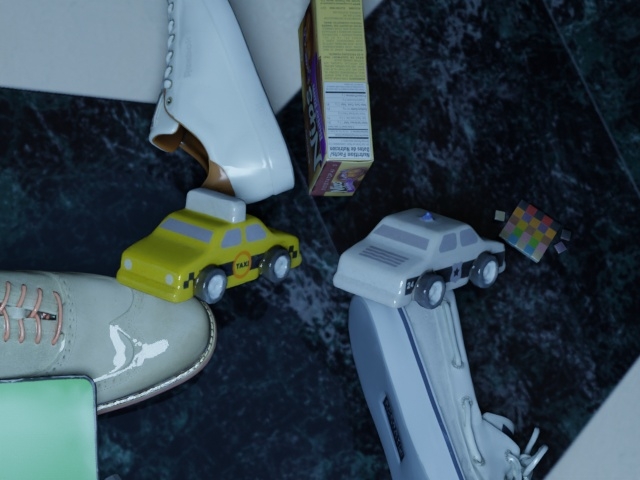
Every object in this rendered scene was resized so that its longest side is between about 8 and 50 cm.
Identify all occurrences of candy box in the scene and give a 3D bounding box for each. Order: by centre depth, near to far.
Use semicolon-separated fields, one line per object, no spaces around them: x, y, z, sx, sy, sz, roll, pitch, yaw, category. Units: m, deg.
0.014;-0.149;1.875;0.053;0.109;0.187;1;73;-10;candy box

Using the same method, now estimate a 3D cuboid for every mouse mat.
-0.278;0.220;1.697;0.152;0.007;0.190;-3;94;-13;mouse mat

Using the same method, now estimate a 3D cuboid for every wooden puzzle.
0.218;-0.009;1.924;0.083;0.006;0.049;34;70;1;wooden puzzle

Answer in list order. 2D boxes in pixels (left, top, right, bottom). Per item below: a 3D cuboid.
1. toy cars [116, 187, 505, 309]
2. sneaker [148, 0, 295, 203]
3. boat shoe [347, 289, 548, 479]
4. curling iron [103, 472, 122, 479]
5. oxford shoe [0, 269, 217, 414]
0.000;0.000;1.785;0.393;0.176;0.087;2;109;-11;toy cars
-0.130;-0.167;1.855;0.123;0.106;0.290;-20;72;-7;sneaker
0.149;0.208;1.786;0.156;0.136;0.367;-10;65;-17;boat shoe
-0.118;0.332;1.735;0.068;0.035;0.274;-37;83;-23;curling iron
-0.287;0.090;1.719;0.397;0.146;0.141;-4;73;-13;oxford shoe
